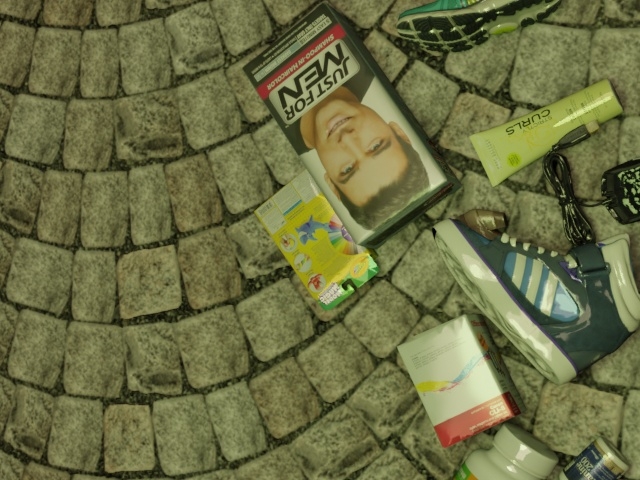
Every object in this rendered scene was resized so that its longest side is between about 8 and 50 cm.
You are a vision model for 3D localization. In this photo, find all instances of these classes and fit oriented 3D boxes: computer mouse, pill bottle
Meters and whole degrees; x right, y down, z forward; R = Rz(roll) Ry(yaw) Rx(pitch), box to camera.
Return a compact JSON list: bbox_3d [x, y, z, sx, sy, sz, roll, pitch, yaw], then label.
[{"bbox_3d":[0.479,-0.113,1.656,0.262,0.060,0.184,-26,88,27],"label":"computer mouse"},{"bbox_3d":[0.411,0.364,1.645,0.120,0.067,0.067,-47,73,12],"label":"pill bottle"},{"bbox_3d":[0.261,0.412,1.661,0.136,0.136,0.246,34,98,19],"label":"pill bottle"}]

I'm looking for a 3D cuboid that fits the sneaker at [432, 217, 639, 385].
[{"bbox_3d":[0.356,0.038,1.653,0.236,0.130,0.323,-39,77,-7],"label":"sneaker"}]

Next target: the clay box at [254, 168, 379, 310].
[{"bbox_3d":[0.000,0.000,1.833,0.127,0.053,0.222,-38,76,14],"label":"clay box"}]

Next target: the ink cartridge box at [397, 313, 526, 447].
[{"bbox_3d":[0.225,0.218,1.693,0.127,0.128,0.176,-28,77,16],"label":"ink cartridge box"}]

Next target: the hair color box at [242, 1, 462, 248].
[{"bbox_3d":[0.051,-0.191,1.795,0.185,0.113,0.374,-37,75,14],"label":"hair color box"}]

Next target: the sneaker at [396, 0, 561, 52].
[{"bbox_3d":[0.258,-0.390,1.755,0.275,0.107,0.110,-14,62,14],"label":"sneaker"}]

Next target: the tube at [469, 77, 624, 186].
[{"bbox_3d":[0.363,-0.177,1.709,0.240,0.062,0.070,-26,43,22],"label":"tube"}]

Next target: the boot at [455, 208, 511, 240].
[{"bbox_3d":[0.267,0.006,1.743,0.087,0.042,0.119,-11,86,28],"label":"boot"}]
